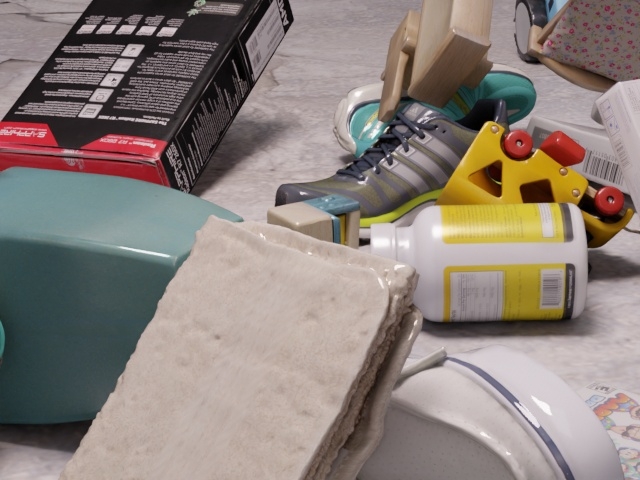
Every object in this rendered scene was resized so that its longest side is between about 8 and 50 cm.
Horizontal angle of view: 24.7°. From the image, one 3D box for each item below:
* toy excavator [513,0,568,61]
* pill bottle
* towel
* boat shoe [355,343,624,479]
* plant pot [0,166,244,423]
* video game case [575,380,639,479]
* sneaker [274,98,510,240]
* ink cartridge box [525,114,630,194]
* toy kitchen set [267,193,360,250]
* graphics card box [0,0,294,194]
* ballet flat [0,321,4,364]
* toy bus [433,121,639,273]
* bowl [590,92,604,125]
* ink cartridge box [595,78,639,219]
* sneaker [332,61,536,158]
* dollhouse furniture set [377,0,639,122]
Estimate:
[{"bbox_3d":[0.441,-0.358,2.092,0.222,0.432,0.445,-5,-8,-9],"label":"toy excavator"},{"bbox_3d":[0.136,0.020,1.279,0.184,0.103,0.103,-1,19,2],"label":"pill bottle"},{"bbox_3d":[-0.062,0.120,0.862,0.187,0.282,0.049,17,-18,45],"label":"towel"},{"bbox_3d":[0.022,0.132,0.921,0.156,0.135,0.367,-22,19,-27],"label":"boat shoe"},{"bbox_3d":[-0.175,0.041,1.121,0.234,0.165,0.165,1,18,27],"label":"plant pot"},{"bbox_3d":[0.207,0.149,1.030,0.143,0.019,0.157,16,26,42],"label":"video game case"},{"bbox_3d":[0.082,-0.082,1.546,0.300,0.121,0.111,-14,22,-31],"label":"sneaker"},{"bbox_3d":[0.378,-0.087,1.670,0.232,0.066,0.189,11,9,-34],"label":"ink cartridge box"},{"bbox_3d":[0.000,0.000,1.322,0.166,0.122,0.207,-13,22,-28],"label":"toy kitchen set"},{"bbox_3d":[-0.206,-0.193,1.736,0.233,0.094,0.371,5,47,23],"label":"graphics card box"},{"bbox_3d":[-0.340,0.147,0.949,0.123,0.123,0.348,7,34,25],"label":"ballet flat"},{"bbox_3d":[0.205,-0.020,1.382,0.202,0.191,0.104,20,72,48],"label":"toy bus"},{"bbox_3d":[0.406,-0.159,1.783,0.142,0.053,0.142,9,13,2],"label":"bowl"},{"bbox_3d":[0.332,-0.049,1.322,0.097,0.207,0.046,-11,-14,-25],"label":"ink cartridge box"},{"bbox_3d":[0.151,-0.140,1.787,0.275,0.107,0.110,-16,43,-23],"label":"sneaker"},{"bbox_3d":[0.282,-0.186,1.642,0.356,0.303,0.173,20,54,-13],"label":"dollhouse furniture set"}]
